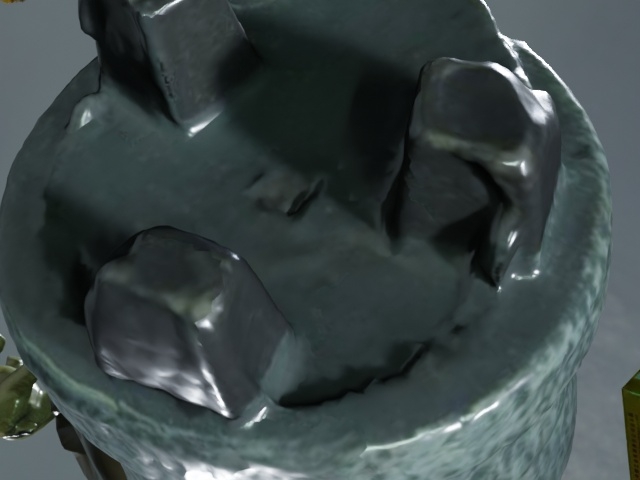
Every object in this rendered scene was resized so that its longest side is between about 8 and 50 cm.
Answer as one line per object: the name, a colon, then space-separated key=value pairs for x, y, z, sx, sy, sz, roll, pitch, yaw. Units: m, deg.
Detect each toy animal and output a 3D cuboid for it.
toy animal: x=-0.338 y=0.157 z=1.598 sx=0.103 sy=0.219 sz=0.101 roll=44 pitch=72 yaw=-36

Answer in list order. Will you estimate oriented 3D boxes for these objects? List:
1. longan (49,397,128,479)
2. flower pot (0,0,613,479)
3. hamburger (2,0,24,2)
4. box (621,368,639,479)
longan: x=-0.040 y=0.123 z=1.285 sx=0.404 sy=0.436 sz=0.404 roll=-51 pitch=177 yaw=-4
flower pot: x=0.000 y=0.000 z=0.728 sx=0.299 sy=0.299 sz=0.282 roll=-61 pitch=155 yaw=-28
hamburger: x=-0.244 y=-0.339 z=1.140 sx=0.237 sy=0.276 sz=0.276 roll=-40 pitch=-176 yaw=25
box: x=0.348 y=0.192 z=1.518 sx=0.121 sy=0.030 sz=0.193 roll=-38 pitch=130 yaw=-36
